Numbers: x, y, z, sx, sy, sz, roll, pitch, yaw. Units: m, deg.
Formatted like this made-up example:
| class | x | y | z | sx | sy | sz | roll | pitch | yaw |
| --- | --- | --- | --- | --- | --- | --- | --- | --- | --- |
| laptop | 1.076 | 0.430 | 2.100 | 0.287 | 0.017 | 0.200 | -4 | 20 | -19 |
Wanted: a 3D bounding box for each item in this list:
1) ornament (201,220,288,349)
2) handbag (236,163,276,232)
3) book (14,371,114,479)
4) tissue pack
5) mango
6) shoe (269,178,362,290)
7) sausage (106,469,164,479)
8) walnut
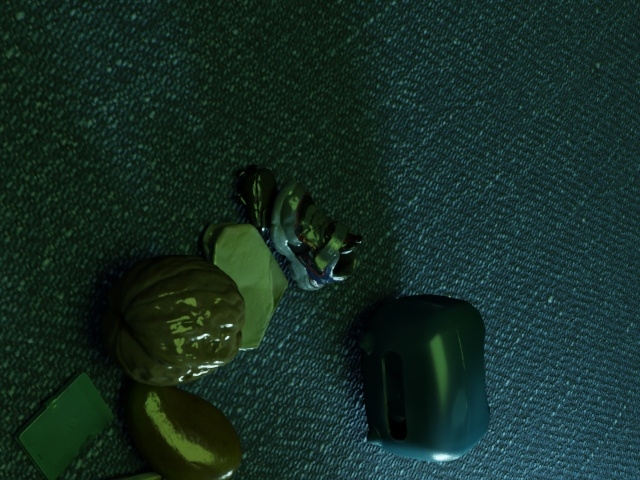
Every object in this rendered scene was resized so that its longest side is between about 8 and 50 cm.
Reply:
| class | x | y | z | sx | sy | sz | roll | pitch | yaw |
| --- | --- | --- | --- | --- | --- | --- | --- | --- | --- |
| ornament | -0.115 | 0.069 | 1.920 | 0.180 | 0.059 | 0.201 | -6 | 96 | -48 |
| handbag | -0.100 | -0.063 | 1.923 | 0.072 | 0.047 | 0.111 | -23 | 112 | -51 |
| book | -0.365 | 0.263 | 1.709 | 0.135 | 0.017 | 0.103 | -47 | 128 | -31 |
| tissue pack | 0.181 | 0.249 | 2.137 | 0.206 | 0.198 | 0.287 | -19 | 110 | -45 |
| mango | -0.213 | 0.290 | 1.813 | 0.227 | 0.099 | 0.136 | 47 | 56 | -27 |
| shoe | 0.000 | 0.000 | 1.960 | 0.099 | 0.125 | 0.227 | -59 | 143 | -34 |
| sausage | -0.330 | 0.371 | 1.745 | 0.269 | 0.033 | 0.033 | -6 | 99 | -45 |
| walnut | -0.209 | 0.116 | 1.738 | 0.213 | 0.213 | 0.213 | -6 | 99 | -45 |
